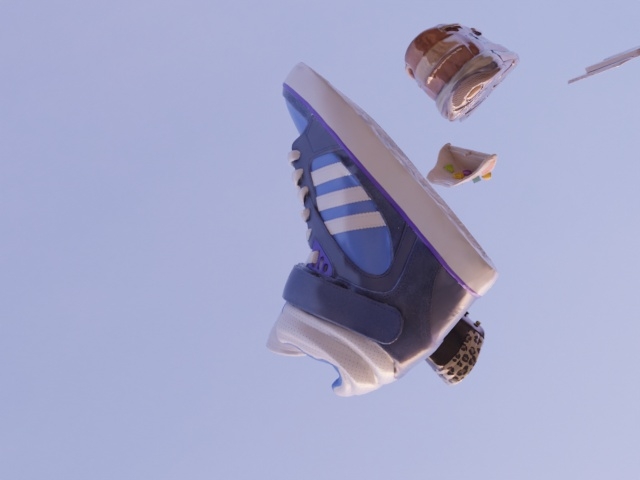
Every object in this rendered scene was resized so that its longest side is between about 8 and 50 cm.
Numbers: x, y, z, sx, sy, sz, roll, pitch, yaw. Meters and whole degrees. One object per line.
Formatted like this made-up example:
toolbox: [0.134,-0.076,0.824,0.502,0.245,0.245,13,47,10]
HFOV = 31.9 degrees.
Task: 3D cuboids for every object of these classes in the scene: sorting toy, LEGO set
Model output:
sorting toy: [0.184,-0.092,1.508,0.075,0.083,0.045,-31,-56,-34]
LEGO set: [0.443,-0.270,1.408,0.182,0.244,0.060,-28,-81,-50]

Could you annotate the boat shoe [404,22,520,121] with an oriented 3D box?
boat shoe: [0.179,-0.233,1.465,0.116,0.324,0.123,44,-79,4]

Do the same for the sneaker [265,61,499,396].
sneaker: [0.000,0.000,1.138,0.236,0.130,0.323,-43,-111,11]

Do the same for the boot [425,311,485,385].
boot: [0.154,0.065,1.545,0.178,0.085,0.236,41,-129,-24]
